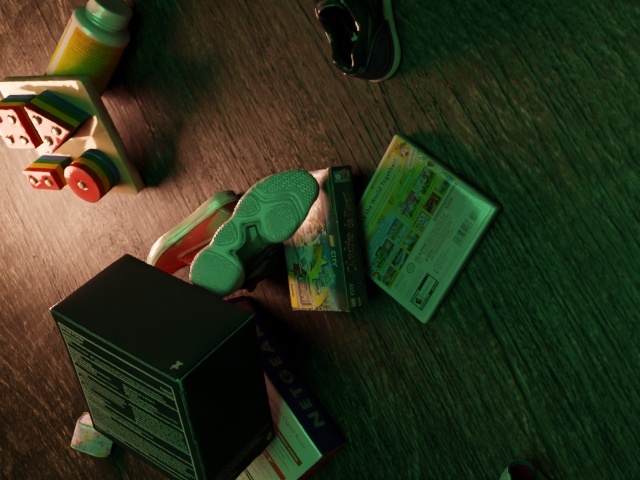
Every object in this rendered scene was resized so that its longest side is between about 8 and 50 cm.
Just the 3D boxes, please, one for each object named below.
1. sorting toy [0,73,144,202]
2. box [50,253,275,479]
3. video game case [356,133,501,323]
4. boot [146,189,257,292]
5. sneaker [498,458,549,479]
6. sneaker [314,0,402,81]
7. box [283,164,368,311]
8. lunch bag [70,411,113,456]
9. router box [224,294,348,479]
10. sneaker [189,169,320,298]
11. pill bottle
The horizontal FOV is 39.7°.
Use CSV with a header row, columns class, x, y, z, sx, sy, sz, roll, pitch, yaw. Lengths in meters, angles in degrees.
class,x,y,z,sx,sy,sz,roll,pitch,yaw
sorting toy,-0.507,-0.188,1.732,0.255,0.089,0.257,6,132,35
box,-0.249,0.220,1.455,0.296,0.183,0.294,22,137,31
video game case,0.147,-0.019,1.401,0.206,0.026,0.227,40,118,25
boot,-0.206,0.046,1.628,0.244,0.088,0.176,-37,76,29
sneaker,0.249,0.401,1.318,0.295,0.124,0.179,16,110,25
sneaker,0.043,-0.388,1.366,0.107,0.124,0.283,-19,85,35
box,0.000,0.000,1.470,0.159,0.044,0.233,-4,94,53
lunch bag,-0.479,0.416,1.889,0.083,0.053,0.071,20,109,6
router box,-0.153,0.325,1.625,0.301,0.082,0.335,-47,69,30
sneaker,-0.096,-0.012,1.470,0.268,0.153,0.101,-45,80,10
pill bottle,-0.447,-0.371,1.724,0.117,0.117,0.215,48,120,21
